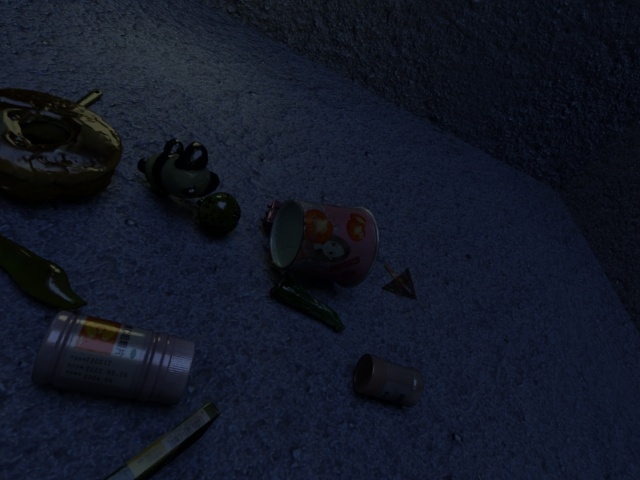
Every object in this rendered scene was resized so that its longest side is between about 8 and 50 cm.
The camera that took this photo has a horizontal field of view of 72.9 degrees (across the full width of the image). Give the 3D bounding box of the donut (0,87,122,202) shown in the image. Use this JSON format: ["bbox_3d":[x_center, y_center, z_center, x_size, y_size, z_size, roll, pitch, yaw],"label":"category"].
[{"bbox_3d":[-0.663,-0.217,1.038,0.330,0.160,0.330,22,35,-17],"label":"donut"}]

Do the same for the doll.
[{"bbox_3d":[-0.383,-0.184,1.170,0.234,0.144,0.135,18,51,35],"label":"doll"}]

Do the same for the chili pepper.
[{"bbox_3d":[-0.026,0.177,1.168,0.227,0.059,0.088,36,39,-3],"label":"chili pepper"}]

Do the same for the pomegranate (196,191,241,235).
[{"bbox_3d":[-0.292,-0.081,1.203,0.161,0.122,0.122,26,30,34],"label":"pomegranate"}]

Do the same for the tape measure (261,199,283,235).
[{"bbox_3d":[-0.118,-0.057,1.323,0.125,0.074,0.118,23,41,-11],"label":"tape measure"}]

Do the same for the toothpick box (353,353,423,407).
[{"bbox_3d":[0.170,0.351,1.087,0.148,0.098,0.098,22,40,-17],"label":"toothpick box"}]

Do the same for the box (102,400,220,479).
[{"bbox_3d":[-0.283,0.369,0.719,0.034,0.132,0.235,48,40,14],"label":"box"}]

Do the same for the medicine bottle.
[{"bbox_3d":[-0.375,0.223,0.806,0.249,0.133,0.133,20,41,-18],"label":"medicine bottle"}]

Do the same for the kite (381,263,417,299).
[{"bbox_3d":[0.269,0.138,1.450,0.159,0.010,0.190,45,39,14],"label":"kite"}]

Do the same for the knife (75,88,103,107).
[{"bbox_3d":[-0.716,-0.362,1.248,0.061,0.027,0.343,30,39,-13],"label":"knife"}]

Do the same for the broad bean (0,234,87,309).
[{"bbox_3d":[-0.614,0.047,0.877,0.325,0.067,0.075,32,8,-1],"label":"broad bean"}]

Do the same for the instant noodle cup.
[{"bbox_3d":[0.000,0.000,1.201,0.231,0.243,0.243,12,44,-32],"label":"instant noodle cup"}]
